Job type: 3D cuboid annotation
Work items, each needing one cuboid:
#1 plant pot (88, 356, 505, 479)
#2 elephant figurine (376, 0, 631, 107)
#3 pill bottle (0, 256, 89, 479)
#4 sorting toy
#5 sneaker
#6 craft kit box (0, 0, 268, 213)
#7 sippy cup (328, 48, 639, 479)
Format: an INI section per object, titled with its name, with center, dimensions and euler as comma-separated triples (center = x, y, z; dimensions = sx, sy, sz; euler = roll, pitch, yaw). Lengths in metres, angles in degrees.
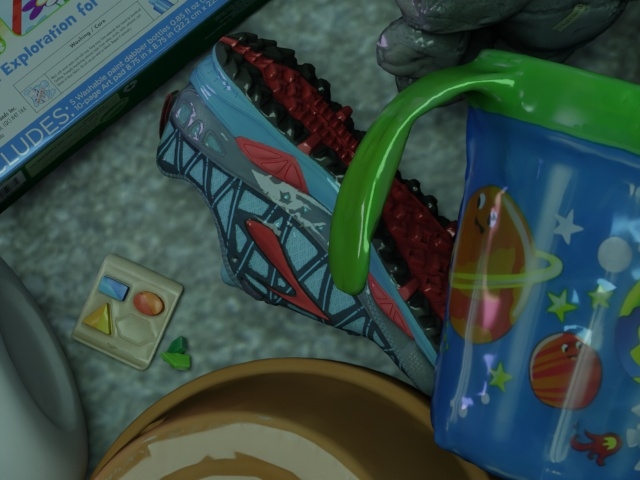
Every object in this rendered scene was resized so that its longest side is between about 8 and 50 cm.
[plant pot]
center = -0.029, 0.205, 1.130
dimensions = 0.291, 0.203, 0.291
euler = -2, 82, 11
[elephant figurine]
center = 0.086, -0.217, 1.208
dimensions = 0.186, 0.169, 0.239
euler = -2, 62, -18
[pill bottle]
center = -0.317, 0.137, 1.208
dimensions = 0.323, 0.181, 0.181
euler = -26, 77, 7
[sorting toy]
center = -0.114, 0.051, 1.268
dimensions = 0.083, 0.012, 0.062
euler = 24, 86, 14
[sneaker]
center = 0.000, 0.000, 1.226
dimensions = 0.125, 0.104, 0.262
euler = -42, 83, 33
[craft kit box]
center = -0.197, -0.182, 1.278
dimensions = 0.250, 0.061, 0.246
euler = -39, 79, -8
[sippy cup]
center = 0.168, 0.031, 1.104
dimensions = 0.305, 0.240, 0.224
euler = 17, 95, 16
